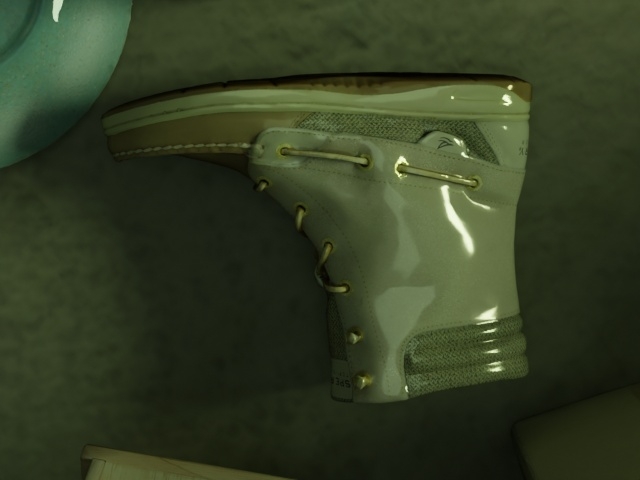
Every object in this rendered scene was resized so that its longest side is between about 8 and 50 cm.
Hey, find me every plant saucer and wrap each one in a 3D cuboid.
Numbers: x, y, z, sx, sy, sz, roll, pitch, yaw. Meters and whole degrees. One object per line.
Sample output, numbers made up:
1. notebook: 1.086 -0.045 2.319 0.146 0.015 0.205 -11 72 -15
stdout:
1. plant saucer: -0.187 -0.127 0.768 0.195 0.037 0.194 -1 93 -12

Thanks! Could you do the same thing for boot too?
1. boot: 0.000 0.000 0.784 0.213 0.077 0.165 -2 98 -2

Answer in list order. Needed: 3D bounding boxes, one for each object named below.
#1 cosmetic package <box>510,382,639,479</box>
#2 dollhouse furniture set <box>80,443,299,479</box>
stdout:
1. cosmetic package: 0.176 0.160 0.687 0.129 0.296 0.153 -18 96 4
2. dollhouse furniture set: -0.061 0.290 0.779 0.303 0.173 0.355 9 132 6
